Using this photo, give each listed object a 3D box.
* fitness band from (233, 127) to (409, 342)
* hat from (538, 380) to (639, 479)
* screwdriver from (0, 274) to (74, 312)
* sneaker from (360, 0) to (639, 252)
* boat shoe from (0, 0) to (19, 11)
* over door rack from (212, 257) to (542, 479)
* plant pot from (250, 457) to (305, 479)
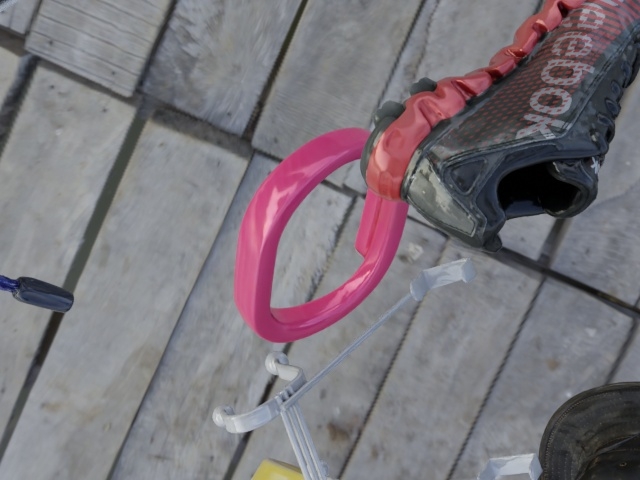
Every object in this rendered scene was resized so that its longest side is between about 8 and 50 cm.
[{"bbox_3d":[0.000,0.000,1.094,0.209,0.054,0.291,-23,144,-27],"label":"fitness band"},{"bbox_3d":[0.377,0.315,1.093,0.331,0.134,0.331,11,110,33],"label":"hat"},{"bbox_3d":[-0.279,0.026,0.795,0.170,0.025,0.024,24,105,-31],"label":"screwdriver"},{"bbox_3d":[0.166,-0.092,0.672,0.276,0.097,0.135,-37,65,-13],"label":"sneaker"},{"bbox_3d":[-0.230,-0.247,0.796,0.258,0.095,0.084,-29,59,26],"label":"boat shoe"},{"bbox_3d":[0.055,0.189,0.894,0.324,0.108,0.239,-29,103,-44],"label":"over door rack"},{"bbox_3d":[-0.027,0.366,1.014,0.254,0.254,0.239,22,80,-8],"label":"plant pot"}]
